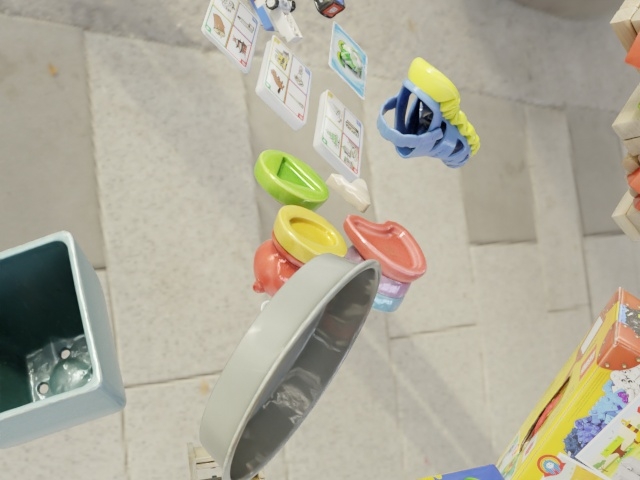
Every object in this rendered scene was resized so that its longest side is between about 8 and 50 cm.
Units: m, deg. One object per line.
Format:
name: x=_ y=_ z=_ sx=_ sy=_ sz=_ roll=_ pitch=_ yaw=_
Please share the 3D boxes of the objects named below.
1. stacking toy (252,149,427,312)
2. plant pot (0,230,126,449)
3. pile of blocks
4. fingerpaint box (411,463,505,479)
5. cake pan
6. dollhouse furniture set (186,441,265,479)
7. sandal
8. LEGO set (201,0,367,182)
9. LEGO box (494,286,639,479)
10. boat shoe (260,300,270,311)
stacking toy: x=0.000 y=0.000 z=1.757 sx=0.309 sy=0.130 sz=0.279 roll=15 pitch=32 yaw=-38
plant pot: x=-0.415 y=0.174 z=1.600 sx=0.252 sy=0.247 sz=0.247 roll=64 pitch=7 yaw=-65
pile of blocks: x=0.361 y=-0.095 z=1.066 sx=0.112 sy=0.149 sz=0.362 roll=-53 pitch=145 yaw=-25
fingerpaint box: x=0.128 y=0.418 z=0.865 sx=0.371 sy=0.163 sz=0.444 roll=5 pitch=42 yaw=-50
cake pan: x=-0.035 y=0.134 z=1.176 sx=0.293 sy=0.054 sz=0.293 roll=-52 pitch=165 yaw=-21
dollhouse furniture set: x=-0.174 y=0.409 z=1.959 sx=0.129 sy=0.184 sz=0.128 roll=-6 pitch=101 yaw=-9
sandal: x=0.179 y=-0.194 z=1.856 sx=0.138 sy=0.126 sz=0.317 roll=-46 pitch=152 yaw=2
LEGO set: x=-0.034 y=-0.173 z=0.926 sx=0.182 sy=0.060 sz=0.244 roll=42 pitch=33 yaw=-28
LEGO box: x=0.551 y=0.391 z=1.879 sx=0.373 sy=0.500 sz=0.193 roll=28 pitch=30 yaw=4
boat shoe: x=-0.043 y=0.167 z=2.010 sx=0.367 sy=0.157 sz=0.135 roll=-116 pitch=-174 yaw=-84
